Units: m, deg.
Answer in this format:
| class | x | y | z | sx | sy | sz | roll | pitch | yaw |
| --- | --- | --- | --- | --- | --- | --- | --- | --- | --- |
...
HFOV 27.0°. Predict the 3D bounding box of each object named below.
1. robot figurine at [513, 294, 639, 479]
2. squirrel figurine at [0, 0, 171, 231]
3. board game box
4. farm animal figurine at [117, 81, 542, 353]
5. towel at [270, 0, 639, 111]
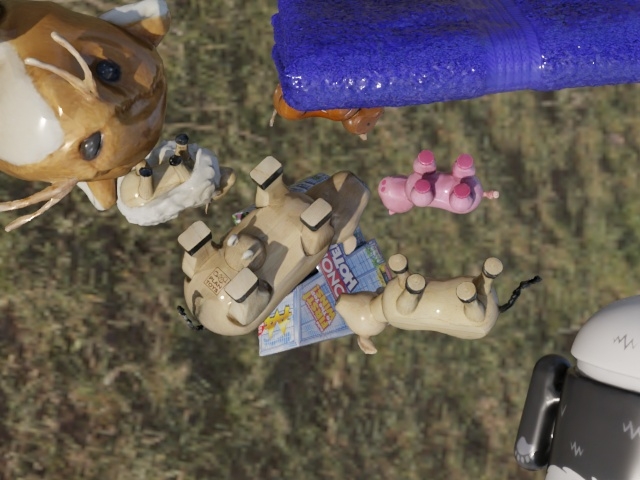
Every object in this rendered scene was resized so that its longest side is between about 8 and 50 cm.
| class | x | y | z | sx | sy | sz | roll | pitch | yaw |
| --- | --- | --- | --- | --- | --- | --- | --- | --- | --- |
| robot figurine | 0.288 | 0.185 | 1.157 | 0.173 | 0.209 | 0.278 | -110 | -151 | -85 |
| squirrel figurine | -0.312 | -0.161 | 1.076 | 0.370 | 0.397 | 0.281 | 10 | 105 | -17 |
| board game box | -0.010 | 0.039 | 1.447 | 0.194 | 0.060 | 0.194 | -31 | 99 | -51 |
| farm animal figurine | 0.000 | 0.000 | 1.324 | 0.330 | 0.326 | 0.172 | 60 | -9 | 22 |
| towel | 0.114 | -0.176 | 1.104 | 0.228 | 0.308 | 0.076 | -107 | -168 | -69 |
